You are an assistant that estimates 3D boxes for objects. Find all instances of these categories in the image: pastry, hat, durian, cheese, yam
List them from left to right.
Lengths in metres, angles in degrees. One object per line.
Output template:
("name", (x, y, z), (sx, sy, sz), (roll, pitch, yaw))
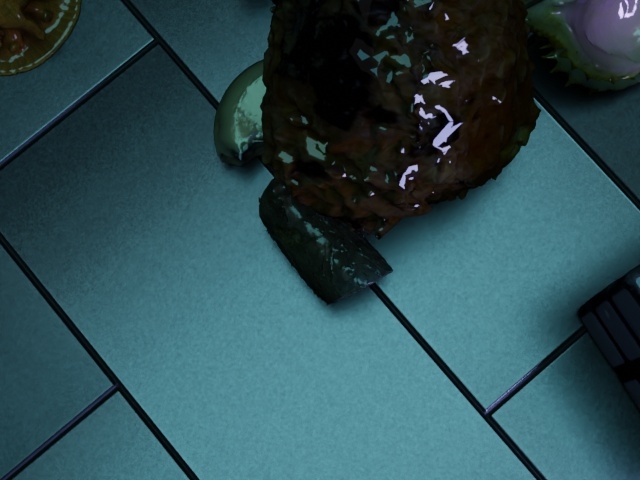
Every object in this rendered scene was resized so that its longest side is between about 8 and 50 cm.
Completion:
("hat", (-0.432, -0.371, 1.438), (0.244, 0.233, 0.233), (-44, 82, -5))
("cheese", (-0.042, -0.207, 1.474), (0.163, 0.071, 0.248), (14, 81, 4))
("yam", (0.000, 0.000, 1.417), (0.107, 0.107, 0.183), (-38, 79, -5))
("pastry", (0.080, -0.187, 1.299), (0.292, 0.405, 0.337), (9, 50, 31))
("durian", (0.386, -0.297, 1.443), (0.305, 0.185, 0.195), (-39, 107, -12))

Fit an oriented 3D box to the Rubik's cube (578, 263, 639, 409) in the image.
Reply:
("Rubik's cube", (0.519, 0.108, 1.280), (0.305, 0.301, 0.303), (-30, 79, -3))
